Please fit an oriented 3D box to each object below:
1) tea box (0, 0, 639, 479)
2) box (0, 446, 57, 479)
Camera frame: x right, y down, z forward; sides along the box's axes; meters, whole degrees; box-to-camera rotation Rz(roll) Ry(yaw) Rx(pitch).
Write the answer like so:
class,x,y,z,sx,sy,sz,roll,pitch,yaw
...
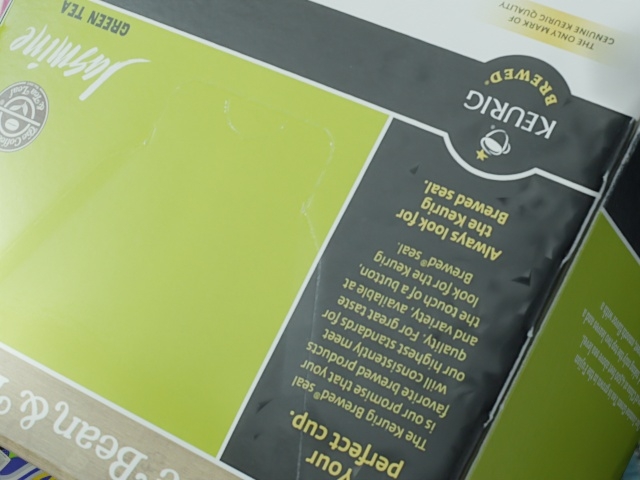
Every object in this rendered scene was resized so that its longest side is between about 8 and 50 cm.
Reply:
class,x,y,z,sx,sy,sz,roll,pitch,yaw
tea box,0.000,0.000,0.796,0.329,0.220,0.324,25,82,28
box,-0.159,0.160,1.004,0.054,0.169,0.059,-49,31,-15
